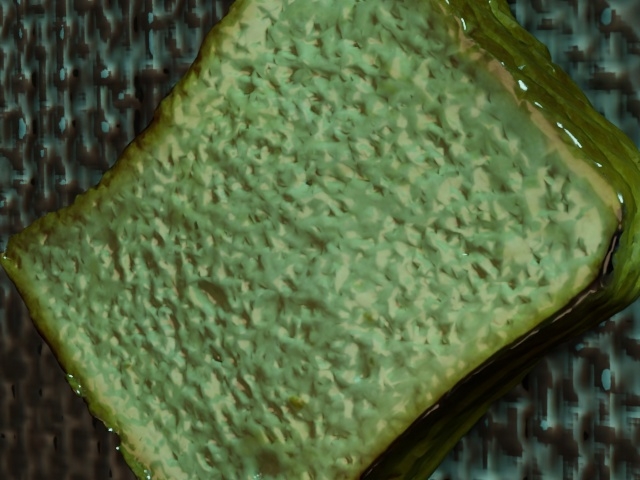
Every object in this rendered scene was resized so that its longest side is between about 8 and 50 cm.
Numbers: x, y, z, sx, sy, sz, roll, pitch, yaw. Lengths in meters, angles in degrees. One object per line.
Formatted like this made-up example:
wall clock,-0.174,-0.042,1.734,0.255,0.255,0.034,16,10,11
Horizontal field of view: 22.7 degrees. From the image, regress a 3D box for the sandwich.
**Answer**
sandwich,0.000,0.000,0.576,0.186,0.065,0.215,49,114,18
